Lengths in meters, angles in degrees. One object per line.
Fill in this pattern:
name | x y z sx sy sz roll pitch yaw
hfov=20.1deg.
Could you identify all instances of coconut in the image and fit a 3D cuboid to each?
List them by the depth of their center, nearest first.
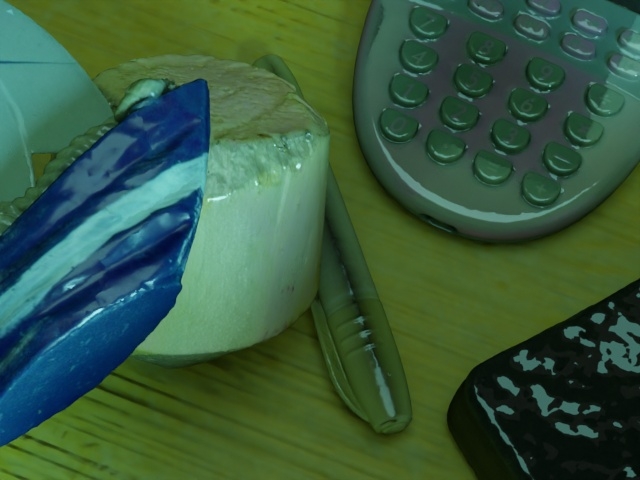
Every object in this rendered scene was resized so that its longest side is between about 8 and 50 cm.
coconut | -0.068 -0.007 0.922 0.147 0.153 0.147 7 29 -4

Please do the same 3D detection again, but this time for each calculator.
calculator | 0.128 -0.132 1.048 0.185 0.041 0.299 23 68 6

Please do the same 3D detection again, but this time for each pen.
pen | 0.000 0.000 0.985 0.040 0.032 0.233 -25 66 10

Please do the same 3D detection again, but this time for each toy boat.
toy boat | -0.187 -0.022 0.840 0.291 0.070 0.210 25 79 25

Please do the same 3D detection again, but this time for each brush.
brush | 0.176 0.085 0.941 0.197 0.059 0.123 -28 73 -15
